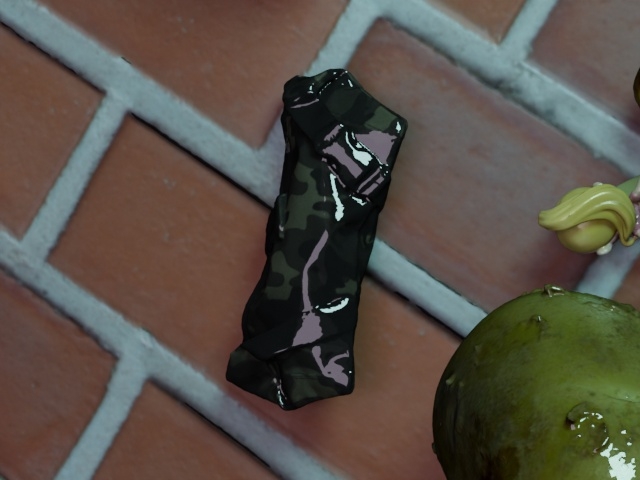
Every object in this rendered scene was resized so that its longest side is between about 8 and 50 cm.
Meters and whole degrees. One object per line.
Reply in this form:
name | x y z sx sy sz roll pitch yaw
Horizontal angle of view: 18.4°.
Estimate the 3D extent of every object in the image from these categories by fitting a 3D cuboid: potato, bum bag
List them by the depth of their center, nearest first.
potato | 0.229 0.186 1.720 0.219 0.359 0.270 1 105 -12
bum bag | 0.000 0.000 1.944 0.144 0.095 0.341 10 87 28

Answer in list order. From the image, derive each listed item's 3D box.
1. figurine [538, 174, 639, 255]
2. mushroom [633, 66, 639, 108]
figurine | 0.297 -0.031 1.845 0.187 0.083 0.083 -8 86 11
mushroom | 0.402 -0.088 1.720 0.333 0.107 0.087 43 149 46
